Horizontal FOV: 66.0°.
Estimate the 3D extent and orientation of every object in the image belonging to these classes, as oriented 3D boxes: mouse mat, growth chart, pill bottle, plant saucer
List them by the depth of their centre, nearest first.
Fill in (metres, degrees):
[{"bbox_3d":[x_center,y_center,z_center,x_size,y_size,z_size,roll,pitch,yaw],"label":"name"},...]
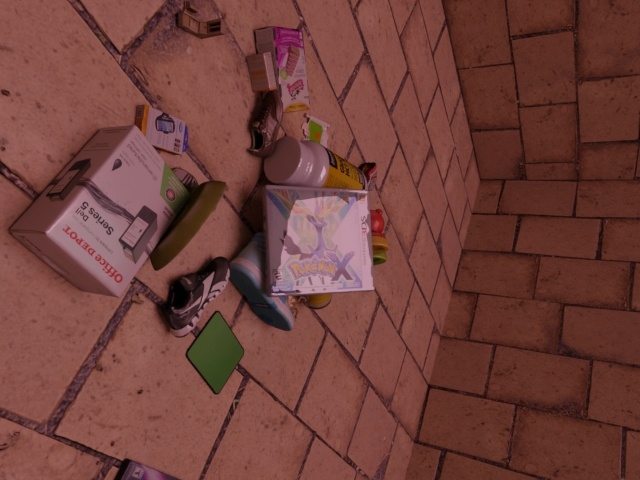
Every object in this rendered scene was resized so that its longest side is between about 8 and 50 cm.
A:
[{"bbox_3d":[-0.294,-0.043,1.058,0.037,0.241,0.241,40,55,-22],"label":"plant saucer"},{"bbox_3d":[-0.276,0.301,1.319,0.153,0.007,0.190,-58,138,-39],"label":"mouse mat"},{"bbox_3d":[-0.012,-0.193,1.517,0.334,0.187,0.188,20,76,-52],"label":"pill bottle"},{"bbox_3d":[-0.015,0.134,1.604,0.184,0.103,0.103,89,26,-45],"label":"pill bottle"},{"bbox_3d":[-0.012,-0.306,1.683,0.172,0.021,0.238,-10,101,-58],"label":"growth chart"}]

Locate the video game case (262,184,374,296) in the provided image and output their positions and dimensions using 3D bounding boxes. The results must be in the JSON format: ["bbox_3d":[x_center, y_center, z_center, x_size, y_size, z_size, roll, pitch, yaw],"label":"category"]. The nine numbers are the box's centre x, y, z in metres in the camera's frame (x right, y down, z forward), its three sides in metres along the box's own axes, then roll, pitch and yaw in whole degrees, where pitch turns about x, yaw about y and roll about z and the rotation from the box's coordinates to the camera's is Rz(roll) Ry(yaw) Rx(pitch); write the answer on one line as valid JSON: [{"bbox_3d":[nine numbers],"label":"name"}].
[{"bbox_3d":[0.000,0.000,1.379,0.328,0.036,0.300,0,84,-26],"label":"video game case"}]

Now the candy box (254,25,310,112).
[{"bbox_3d":[-0.108,-0.497,1.449,0.159,0.071,0.234,-30,119,-55],"label":"candy box"}]

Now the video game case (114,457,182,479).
[{"bbox_3d":[-0.401,0.637,1.131,0.274,0.026,0.196,56,48,-45],"label":"video game case"}]

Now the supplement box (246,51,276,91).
[{"bbox_3d":[-0.163,-0.467,1.367,0.036,0.062,0.099,-37,125,-51],"label":"supplement box"}]

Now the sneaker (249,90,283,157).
[{"bbox_3d":[-0.154,-0.327,1.377,0.071,0.066,0.189,-6,107,-56],"label":"sneaker"}]

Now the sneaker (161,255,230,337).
[{"bbox_3d":[-0.299,0.112,1.188,0.234,0.078,0.106,-59,142,-35],"label":"sneaker"}]

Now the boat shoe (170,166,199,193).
[{"bbox_3d":[-0.313,-0.120,1.182,0.153,0.048,0.056,41,69,-46],"label":"boat shoe"}]

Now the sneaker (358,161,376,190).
[{"bbox_3d":[0.175,-0.220,1.943,0.225,0.088,0.093,-53,137,-42],"label":"sneaker"}]

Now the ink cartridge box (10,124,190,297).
[{"bbox_3d":[-0.406,-0.056,0.951,0.198,0.114,0.273,60,44,-44],"label":"ink cartridge box"}]

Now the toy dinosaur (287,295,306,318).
[{"bbox_3d":[-0.092,0.192,1.573,0.092,0.053,0.183,-14,106,-57],"label":"toy dinosaur"}]

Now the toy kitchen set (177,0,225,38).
[{"bbox_3d":[-0.278,-0.525,1.153,0.083,0.075,0.068,-1,93,-64],"label":"toy kitchen set"}]

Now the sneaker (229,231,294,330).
[{"bbox_3d":[-0.126,0.108,1.437,0.208,0.127,0.319,-61,142,-33],"label":"sneaker"}]

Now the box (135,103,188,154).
[{"bbox_3d":[-0.354,-0.244,1.107,0.136,0.028,0.081,13,83,-62],"label":"box"}]

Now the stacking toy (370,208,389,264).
[{"bbox_3d":[0.082,-0.005,1.636,0.279,0.308,0.131,44,44,-68],"label":"stacking toy"}]
